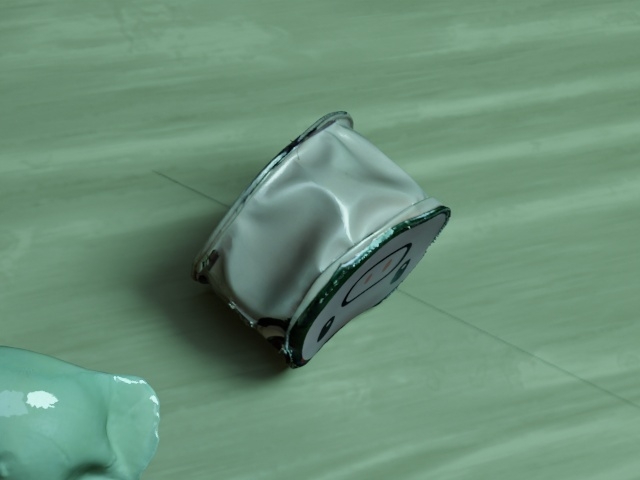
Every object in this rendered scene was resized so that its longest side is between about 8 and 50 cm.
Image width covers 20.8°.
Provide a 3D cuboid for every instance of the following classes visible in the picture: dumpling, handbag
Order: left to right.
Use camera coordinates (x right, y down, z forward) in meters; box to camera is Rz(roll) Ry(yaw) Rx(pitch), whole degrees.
[{"bbox_3d":[-0.237,0.152,1.292,0.229,0.124,0.151,12,98,-10],"label":"dumpling"},{"bbox_3d":[0.001,0.001,1.417,0.116,0.179,0.205,43,49,12],"label":"handbag"}]
